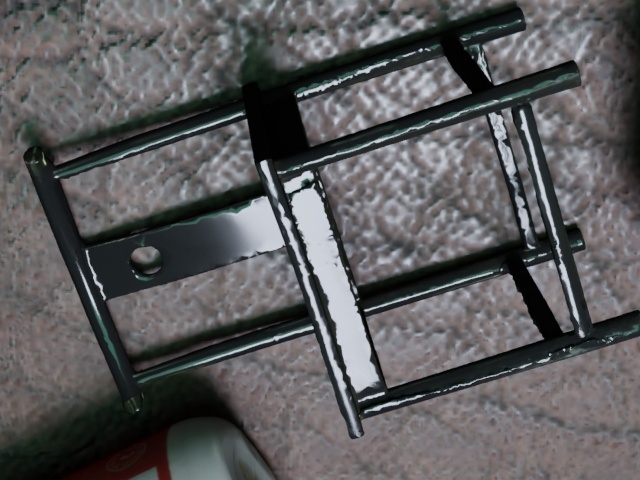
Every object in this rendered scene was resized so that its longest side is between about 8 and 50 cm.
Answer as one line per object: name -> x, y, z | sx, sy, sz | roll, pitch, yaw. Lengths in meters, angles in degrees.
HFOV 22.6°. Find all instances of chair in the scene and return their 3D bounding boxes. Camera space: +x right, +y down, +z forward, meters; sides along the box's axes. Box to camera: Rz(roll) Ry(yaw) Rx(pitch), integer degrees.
chair -> 0.000, 0.000, 0.770 | 0.260, 0.141, 0.154 | -18, 110, 1

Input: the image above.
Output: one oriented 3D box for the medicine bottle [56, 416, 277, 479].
medicine bottle -> -0.135, 0.196, 0.837 | 0.250, 0.131, 0.131 | -26, 110, 7
